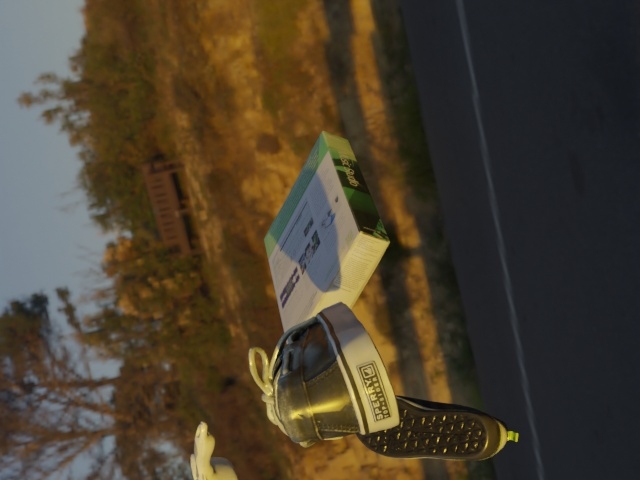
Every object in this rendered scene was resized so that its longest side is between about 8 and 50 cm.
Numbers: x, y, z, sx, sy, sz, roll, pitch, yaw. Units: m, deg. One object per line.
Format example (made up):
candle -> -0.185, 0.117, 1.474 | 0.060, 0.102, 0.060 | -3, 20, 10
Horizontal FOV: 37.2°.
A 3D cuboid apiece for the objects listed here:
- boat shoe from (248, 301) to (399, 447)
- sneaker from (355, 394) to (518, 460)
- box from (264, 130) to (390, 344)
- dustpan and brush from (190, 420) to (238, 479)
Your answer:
boat shoe -> -0.004, 0.128, 0.852 | 0.306, 0.104, 0.113 | -147, 40, -84
sneaker -> 0.156, 0.264, 1.315 | 0.097, 0.234, 0.084 | 11, -95, -56
box -> 0.000, 0.000, 1.484 | 0.232, 0.058, 0.322 | -60, 25, 26
dustpan and brush -> -0.120, 0.270, 1.040 | 0.147, 0.060, 0.211 | -117, 34, -47
